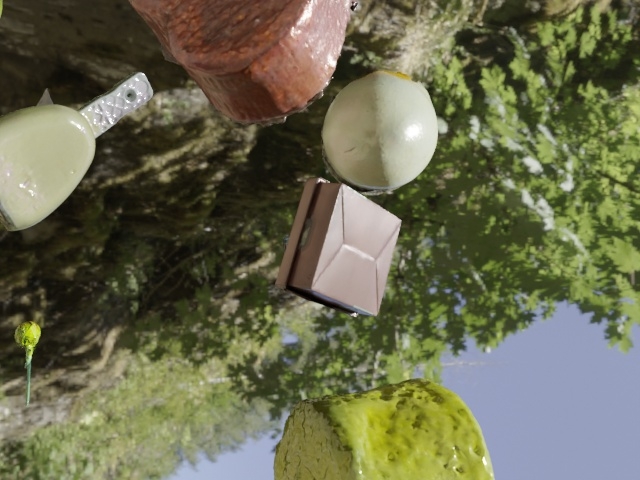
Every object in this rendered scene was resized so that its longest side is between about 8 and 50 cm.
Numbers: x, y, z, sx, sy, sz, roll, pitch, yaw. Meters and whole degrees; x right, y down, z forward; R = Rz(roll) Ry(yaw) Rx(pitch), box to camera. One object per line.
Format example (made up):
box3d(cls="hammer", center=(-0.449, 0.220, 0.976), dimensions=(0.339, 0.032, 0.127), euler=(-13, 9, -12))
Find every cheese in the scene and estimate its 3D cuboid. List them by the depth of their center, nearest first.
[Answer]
box3d(cls="cheese", center=(-0.228, -0.095, 0.624), dimensions=(0.038, 0.192, 0.097), euler=(18, -39, 40))

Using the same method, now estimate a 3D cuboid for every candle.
box3d(cls="candle", center=(-0.074, -0.303, 0.796), dimensions=(0.287, 0.131, 0.317), euler=(-36, -124, 0))

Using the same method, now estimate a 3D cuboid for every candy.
box3d(cls="candy", center=(-0.422, 0.176, 0.987), dimensions=(0.035, 0.035, 0.122), euler=(-27, -115, 42))

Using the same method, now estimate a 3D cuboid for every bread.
box3d(cls="bread", center=(0.103, 0.417, 1.202), dimensions=(0.348, 0.308, 0.347), euler=(-13, -106, 56))

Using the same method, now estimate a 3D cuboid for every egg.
box3d(cls="egg", center=(0.155, -0.237, 1.497), dimensions=(0.264, 0.287, 0.174), euler=(66, -17, -12))

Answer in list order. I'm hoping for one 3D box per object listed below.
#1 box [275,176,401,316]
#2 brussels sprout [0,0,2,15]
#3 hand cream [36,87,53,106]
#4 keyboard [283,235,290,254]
box3d(cls="box", center=(0.041, 0.020, 1.269), dimensions=(0.086, 0.215, 0.215), euler=(6, -105, 44))
box3d(cls="brussels sprout", center=(-0.377, -0.238, 0.567), dimensions=(0.223, 0.223, 0.161), euler=(-43, -146, 48))
box3d(cls="hand cream", center=(-0.296, -0.106, 0.728), dimensions=(0.142, 0.053, 0.084), euler=(47, -56, 54))
box3d(cls="keyboard", center=(0.000, 0.000, 1.536), dimensions=(0.014, 0.176, 0.055), euler=(-133, -143, -51))
